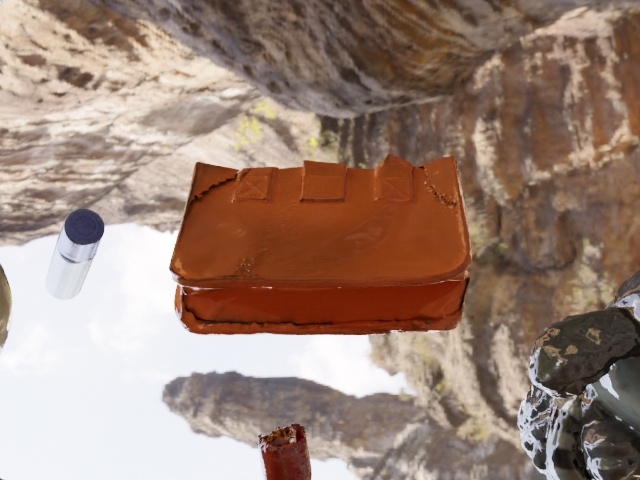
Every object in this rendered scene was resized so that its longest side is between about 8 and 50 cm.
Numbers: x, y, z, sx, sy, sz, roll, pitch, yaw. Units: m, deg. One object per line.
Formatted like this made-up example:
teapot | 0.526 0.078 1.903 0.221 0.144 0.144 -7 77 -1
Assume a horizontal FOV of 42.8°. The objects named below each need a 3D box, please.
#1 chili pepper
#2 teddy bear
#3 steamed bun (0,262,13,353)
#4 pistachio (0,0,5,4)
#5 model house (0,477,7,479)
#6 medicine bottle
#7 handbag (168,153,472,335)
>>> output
chili pepper | -0.047 0.334 1.193 0.073 0.071 0.123 -37 -49 -45
teddy bear | 0.228 0.115 0.595 0.251 0.171 0.144 92 163 -55
steamed bun | -0.447 0.043 0.794 0.283 0.283 0.177 0 -82 -51
pistachio | -0.514 -0.379 1.116 0.181 0.293 0.162 40 -121 -33
model house | -0.249 0.289 0.562 0.169 0.326 0.244 20 -110 -4
medicine bottle | -0.367 0.025 1.214 0.059 0.231 0.059 10 -116 -21
handbag | 0.000 0.000 1.173 0.303 0.410 0.116 -86 -6 -51
